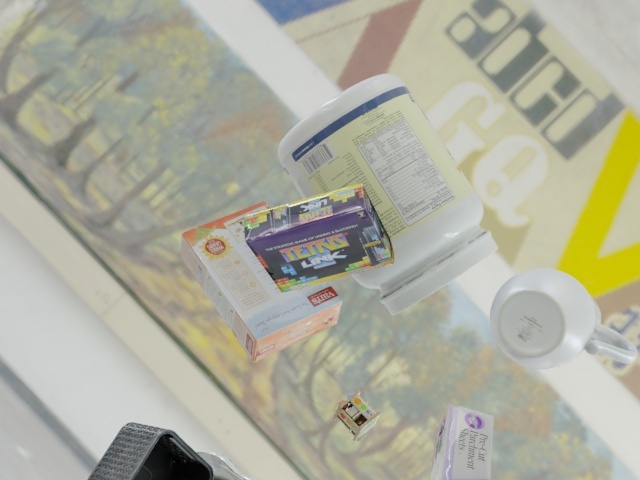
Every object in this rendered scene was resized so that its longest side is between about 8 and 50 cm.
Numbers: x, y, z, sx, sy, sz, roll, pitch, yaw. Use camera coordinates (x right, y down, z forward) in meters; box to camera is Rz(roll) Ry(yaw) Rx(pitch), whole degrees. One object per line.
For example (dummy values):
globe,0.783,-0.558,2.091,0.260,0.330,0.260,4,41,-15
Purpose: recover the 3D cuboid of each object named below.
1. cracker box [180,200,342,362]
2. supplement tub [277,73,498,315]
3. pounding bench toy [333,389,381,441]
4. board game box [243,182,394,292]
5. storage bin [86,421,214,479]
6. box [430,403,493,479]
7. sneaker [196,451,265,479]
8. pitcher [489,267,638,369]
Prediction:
cracker box,-0.095,0.060,1.576,0.232,0.156,0.067,52,-30,29
supplement tub,0.107,-0.071,1.590,0.325,0.235,0.235,57,-6,3
pounding bench toy,0.059,0.316,1.800,0.065,0.052,0.083,44,-33,19
board game box,0.000,0.000,1.376,0.141,0.170,0.048,57,21,-53
storage bin,-0.239,0.343,1.329,0.084,0.180,0.122,1,-41,44
box,0.167,0.340,1.246,0.067,0.063,0.324,18,37,0
sneaker,-0.183,0.407,1.677,0.271,0.100,0.108,7,-13,47
pitcher,0.313,0.109,1.287,0.178,0.125,0.207,30,13,21
